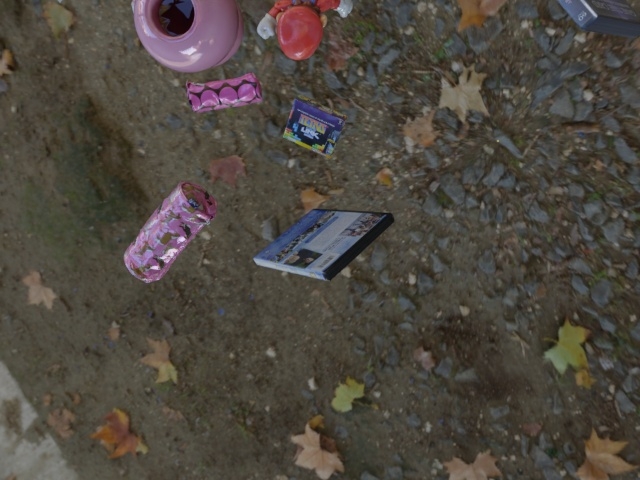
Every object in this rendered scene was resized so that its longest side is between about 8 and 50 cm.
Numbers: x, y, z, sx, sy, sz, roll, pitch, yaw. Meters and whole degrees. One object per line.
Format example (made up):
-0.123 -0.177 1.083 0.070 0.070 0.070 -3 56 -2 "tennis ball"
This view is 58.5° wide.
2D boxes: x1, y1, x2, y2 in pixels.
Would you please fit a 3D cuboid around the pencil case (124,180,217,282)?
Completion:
-0.531 -0.026 2.010 0.160 0.167 0.386 30 114 -35 "pencil case"

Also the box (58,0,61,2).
-0.649 -0.722 1.446 0.145 0.038 0.186 46 70 -27 "box"

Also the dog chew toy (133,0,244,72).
-0.256 -0.461 1.218 0.207 0.332 0.206 2 103 6 "dog chew toy"

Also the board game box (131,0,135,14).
-0.506 -0.661 1.683 0.090 0.090 0.020 24 76 -6 "board game box"

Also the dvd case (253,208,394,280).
0.000 0.000 1.091 0.253 0.180 0.022 7 132 55 "dvd case"

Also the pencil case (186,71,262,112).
-0.273 -0.425 1.625 0.210 0.095 0.098 -12 136 -5 "pencil case"

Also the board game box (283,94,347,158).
-0.018 -0.358 1.804 0.170 0.048 0.141 25 127 6 "board game box"

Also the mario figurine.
-0.041 -0.590 1.498 0.198 0.170 0.320 -15 54 39 "mario figurine"

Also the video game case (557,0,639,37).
0.285 -0.364 0.711 0.026 0.196 0.274 -44 71 42 "video game case"
